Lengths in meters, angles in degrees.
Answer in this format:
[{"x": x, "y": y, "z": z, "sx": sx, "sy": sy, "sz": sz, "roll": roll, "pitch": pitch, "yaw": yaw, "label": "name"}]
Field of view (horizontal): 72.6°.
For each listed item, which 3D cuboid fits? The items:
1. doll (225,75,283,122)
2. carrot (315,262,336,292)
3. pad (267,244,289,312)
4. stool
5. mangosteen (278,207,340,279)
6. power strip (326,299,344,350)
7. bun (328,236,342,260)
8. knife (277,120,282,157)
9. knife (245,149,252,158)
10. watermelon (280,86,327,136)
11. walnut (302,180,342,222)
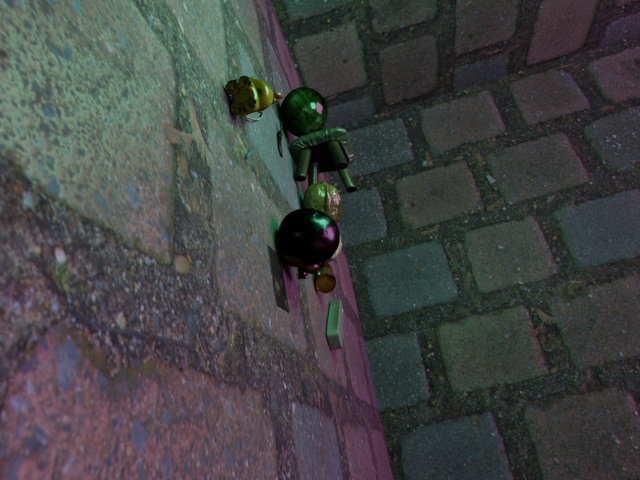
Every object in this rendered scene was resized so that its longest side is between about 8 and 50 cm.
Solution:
[{"x": -0.206, "y": -0.447, "z": 1.374, "sx": 0.221, "sy": 0.142, "sz": 0.136, "roll": -32, "pitch": 105, "yaw": -74, "label": "doll"}, {"x": 0.023, "y": 0.151, "z": 1.998, "sx": 0.263, "sy": 0.101, "sz": 0.102, "roll": -89, "pitch": 163, "yaw": -73, "label": "carrot"}, {"x": -0.128, "y": 0.117, "z": 1.328, "sx": 0.127, "sy": 0.004, "sz": 0.190, "roll": 56, "pitch": 21, "yaw": -67, "label": "pad"}, {"x": 0.025, "y": -0.377, "z": 2.204, "sx": 0.310, "sy": 0.309, "sz": 0.226, "roll": 55, "pitch": 22, "yaw": -62, "label": "stool"}, {"x": -0.046, "y": 0.017, "z": 1.468, "sx": 0.211, "sy": 0.211, "sz": 0.250, "roll": -73, "pitch": 177, "yaw": -75, "label": "mangosteen"}, {"x": 0.073, "y": 0.379, "z": 2.035, "sx": 0.385, "sy": 0.062, "sz": 0.091, "roll": -74, "pitch": 151, "yaw": -73, "label": "power strip"}, {"x": 0.000, "y": 0.000, "z": 1.983, "sx": 0.204, "sy": 0.126, "sz": 0.213, "roll": -38, "pitch": 109, "yaw": -53, "label": "bun"}, {"x": -0.182, "y": -0.463, "z": 1.943, "sx": 0.046, "sy": 0.021, "sz": 0.222, "roll": 62, "pitch": 19, "yaw": -55, "label": "knife"}, {"x": -0.224, "y": -0.269, "z": 1.356, "sx": 0.091, "sy": 0.005, "sz": 0.014, "roll": -87, "pitch": 162, "yaw": -63, "label": "knife"}, {"x": -0.084, "y": -0.638, "z": 2.168, "sx": 0.242, "sy": 0.242, "sz": 0.243, "roll": -15, "pitch": 90, "yaw": -82, "label": "watermelon"}, {"x": 0.009, "y": -0.168, "z": 2.112, "sx": 0.198, "sy": 0.197, "sz": 0.245, "roll": -67, "pitch": 160, "yaw": -77, "label": "walnut"}]
